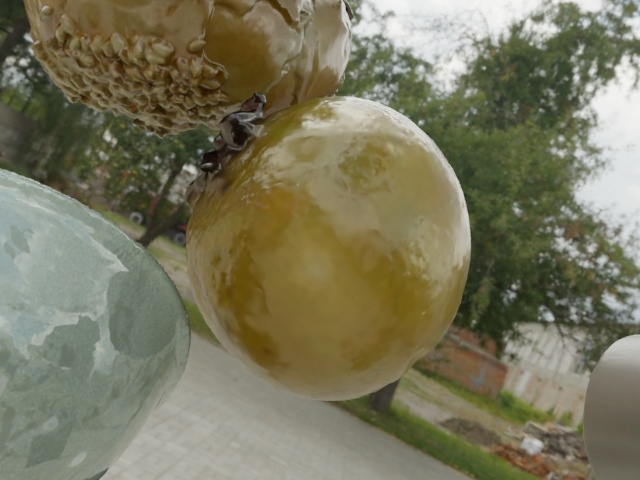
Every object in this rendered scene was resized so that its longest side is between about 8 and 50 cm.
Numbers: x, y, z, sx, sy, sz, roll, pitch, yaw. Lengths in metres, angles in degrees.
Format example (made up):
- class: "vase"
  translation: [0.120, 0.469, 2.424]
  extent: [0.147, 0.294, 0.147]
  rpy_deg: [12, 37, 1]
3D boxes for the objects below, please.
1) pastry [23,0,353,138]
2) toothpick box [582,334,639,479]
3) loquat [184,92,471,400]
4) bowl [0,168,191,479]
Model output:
- class: "pastry"
  translation: [-0.114, -0.174, 0.639]
  extent: [0.255, 0.162, 0.311]
  rpy_deg: [13, 14, 35]
- class: "toothpick box"
  translation: [0.237, 0.098, 0.340]
  extent: [0.111, 0.111, 0.181]
  rpy_deg: [27, -20, -24]
- class: "loquat"
  translation: [0.000, 0.000, 0.537]
  extent: [0.244, 0.244, 0.244]
  rpy_deg: [26, -3, 1]
- class: "bowl"
  translation: [-0.243, 0.111, 0.427]
  extent: [0.313, 0.313, 0.146]
  rpy_deg: [28, 36, -26]
